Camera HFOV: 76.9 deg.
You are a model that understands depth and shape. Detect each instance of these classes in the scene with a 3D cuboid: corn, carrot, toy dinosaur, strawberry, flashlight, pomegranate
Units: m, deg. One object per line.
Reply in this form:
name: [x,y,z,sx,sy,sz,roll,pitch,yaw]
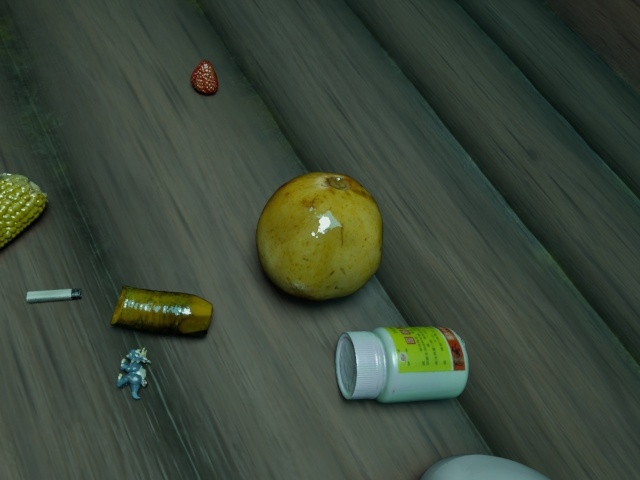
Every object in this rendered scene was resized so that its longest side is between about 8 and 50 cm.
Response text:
corn: [-0.605,-0.013,0.705,0.091,0.091,0.260,36,62,1]
carrot: [-0.285,0.129,0.731,0.173,0.082,0.082,10,61,-15]
toy dinosaur: [-0.320,0.229,0.697,0.047,0.030,0.083,6,62,-11]
strawberry: [-0.289,-0.414,1.018,0.073,0.083,0.073,18,49,-22]
flashlight: [-0.477,0.099,0.725,0.083,0.018,0.018,-3,64,-18]
pomegranate: [0.000,0.000,0.790,0.264,0.264,0.264,7,61,-13]

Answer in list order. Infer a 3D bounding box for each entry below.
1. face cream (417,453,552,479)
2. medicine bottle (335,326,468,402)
face cream: [0.247,0.502,0.614,0.357,0.219,0.312,10,62,-8]
medicine bottle: [0.154,0.236,0.773,0.225,0.139,0.139,3,63,-15]
